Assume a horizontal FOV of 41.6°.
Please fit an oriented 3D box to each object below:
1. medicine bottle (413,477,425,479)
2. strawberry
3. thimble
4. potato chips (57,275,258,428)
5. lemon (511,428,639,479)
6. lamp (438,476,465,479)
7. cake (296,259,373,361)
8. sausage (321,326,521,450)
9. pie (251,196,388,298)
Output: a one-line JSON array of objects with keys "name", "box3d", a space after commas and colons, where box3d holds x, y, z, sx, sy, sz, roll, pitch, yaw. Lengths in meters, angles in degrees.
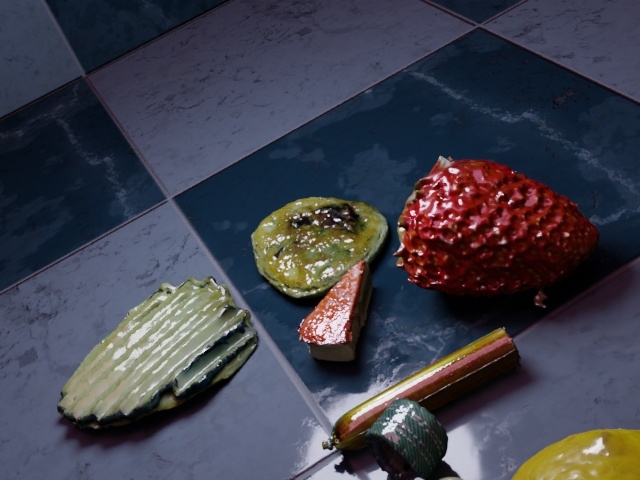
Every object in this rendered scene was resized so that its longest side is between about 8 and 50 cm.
[{"name": "medicine bottle", "box3d": [0.113, 0.470, 1.115, 0.165, 0.165, 0.273, 23, 72, 42]}, {"name": "strawberry", "box3d": [0.318, 0.001, 1.562, 0.344, 0.292, 0.292, 24, 56, 25]}, {"name": "thimble", "box3d": [0.140, 0.324, 1.341, 0.118, 0.135, 0.090, 27, 57, 35]}, {"name": "potato chips", "box3d": [-0.340, 0.236, 1.739, 0.359, 0.070, 0.429, 19, 53, 44]}, {"name": "lemon", "box3d": [0.359, 0.393, 0.974, 0.350, 0.387, 0.349, -16, 54, 24]}, {"name": "lamp", "box3d": [0.163, 0.411, 1.280, 0.163, 0.091, 0.091, -18, 36, 31]}, {"name": "cake", "box3d": [0.028, 0.141, 1.650, 0.117, 0.086, 0.220, -4, 43, 18]}, {"name": "sausage", "box3d": [0.167, 0.268, 1.448, 0.372, 0.082, 0.082, -27, 38, -5]}, {"name": "pie", "box3d": [0.000, 0.000, 1.845, 0.323, 0.070, 0.323, -12, 39, 10]}]
